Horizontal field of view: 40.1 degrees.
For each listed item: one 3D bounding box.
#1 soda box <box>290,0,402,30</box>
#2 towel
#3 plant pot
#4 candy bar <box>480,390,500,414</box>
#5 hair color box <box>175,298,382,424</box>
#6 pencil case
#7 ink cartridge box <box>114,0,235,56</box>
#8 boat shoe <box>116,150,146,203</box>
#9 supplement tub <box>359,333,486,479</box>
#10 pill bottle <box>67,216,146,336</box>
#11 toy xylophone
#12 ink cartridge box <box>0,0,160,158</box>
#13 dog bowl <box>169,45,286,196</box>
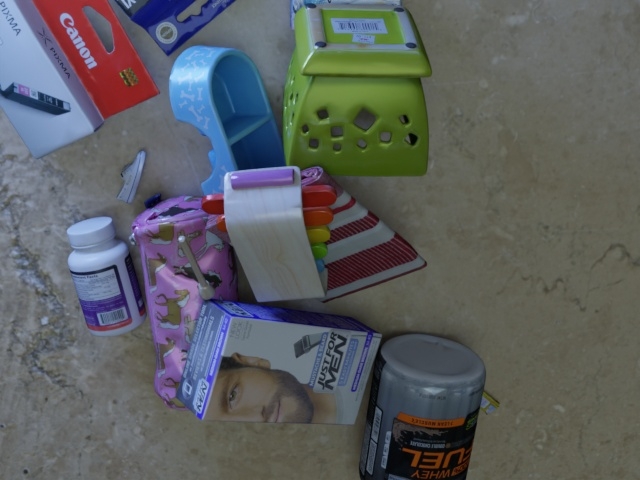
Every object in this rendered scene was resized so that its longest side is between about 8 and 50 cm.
[{"bbox_3d":[0.042,-0.378,1.453,0.183,0.058,0.063,-1,110,-6],"label":"soda box"},{"bbox_3d":[0.000,0.000,1.480,0.237,0.037,0.329,-21,142,30],"label":"towel"},{"bbox_3d":[0.056,-0.247,1.383,0.228,0.227,0.207,0,129,-5],"label":"plant pot"},{"bbox_3d":[0.294,0.293,1.742,0.161,0.018,0.040,41,105,-18],"label":"candy bar"},{"bbox_3d":[-0.066,0.219,1.544,0.338,0.110,0.185,11,99,-37],"label":"hair color box"},{"bbox_3d":[-0.229,0.113,1.552,0.167,0.160,0.386,2,112,17],"label":"pencil case"},{"bbox_3d":[-0.299,-0.485,1.381,0.175,0.069,0.371,-37,111,8],"label":"ink cartridge box"},{"bbox_3d":[-0.331,-0.112,1.526,0.035,0.035,0.100,18,114,-14],"label":"boat shoe"},{"bbox_3d":[0.185,0.366,1.657,0.207,0.207,0.338,4,110,-7],"label":"supplement tub"},{"bbox_3d":[-0.380,0.062,1.543,0.108,0.108,0.194,-11,110,-1],"label":"pill bottle"},{"bbox_3d":[-0.093,0.009,1.382,0.236,0.081,0.323,0,148,0],"label":"toy xylophone"},{"bbox_3d":[-0.428,-0.297,1.406,0.238,0.060,0.275,-21,111,20],"label":"ink cartridge box"},{"bbox_3d":[-0.141,-0.179,1.444,0.074,0.166,0.297,-3,115,37],"label":"dog bowl"}]
